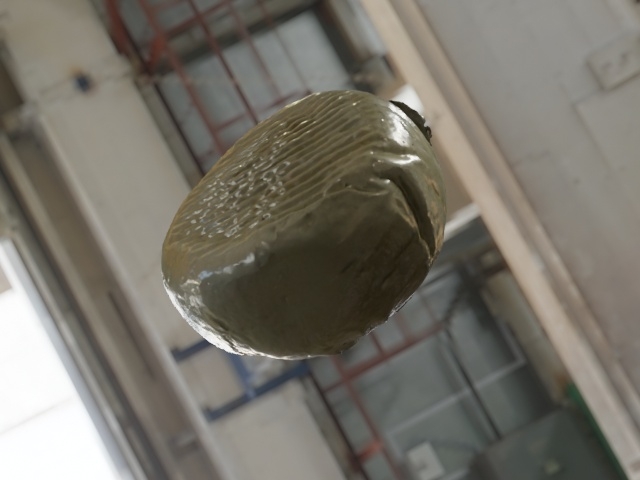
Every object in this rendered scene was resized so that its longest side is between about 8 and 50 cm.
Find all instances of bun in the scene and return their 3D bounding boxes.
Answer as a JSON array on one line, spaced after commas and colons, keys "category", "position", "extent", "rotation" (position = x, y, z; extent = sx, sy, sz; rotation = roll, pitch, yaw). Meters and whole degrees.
[{"category": "bun", "position": [0.000, 0.000, 1.068], "extent": [0.173, 0.113, 0.166], "rotation": [-12, 39, 42]}]
